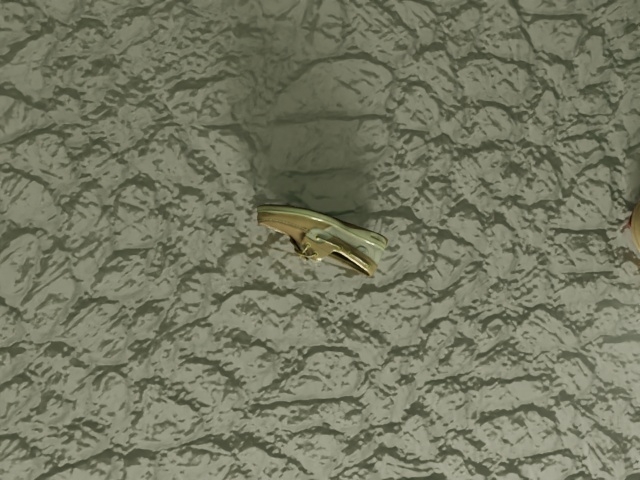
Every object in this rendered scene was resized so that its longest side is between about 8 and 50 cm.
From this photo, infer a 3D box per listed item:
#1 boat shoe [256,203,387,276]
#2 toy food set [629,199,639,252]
[{"bbox_3d":[0.000,0.000,1.110,0.135,0.050,0.045,17,81,-19],"label":"boat shoe"},{"bbox_3d":[0.367,-0.016,1.255,0.082,0.020,0.083,-47,105,-12],"label":"toy food set"}]
